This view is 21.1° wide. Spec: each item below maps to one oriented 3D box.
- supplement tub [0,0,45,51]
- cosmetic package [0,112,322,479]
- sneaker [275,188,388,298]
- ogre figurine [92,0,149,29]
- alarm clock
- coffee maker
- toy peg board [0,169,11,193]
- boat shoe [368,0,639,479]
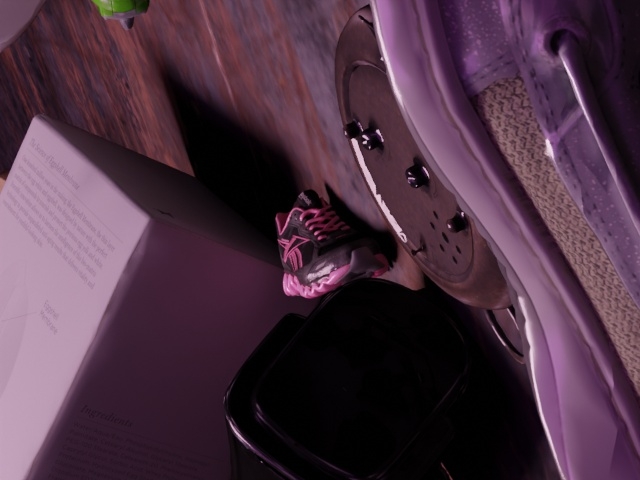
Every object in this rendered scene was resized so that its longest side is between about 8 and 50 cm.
[{"bbox_3d":[-0.297,-0.218,1.249,0.191,0.191,0.272,68,164,-16],"label":"supplement tub"},{"bbox_3d":[-0.140,0.067,1.107,0.138,0.225,0.224,20,-170,-32],"label":"cosmetic package"},{"bbox_3d":[0.000,0.000,0.939,0.119,0.047,0.057,173,82,-72],"label":"sneaker"},{"bbox_3d":[-0.115,-0.194,0.905,0.197,0.096,0.118,134,127,-58],"label":"ogre figurine"},{"bbox_3d":[0.059,-0.022,0.679,0.129,0.064,0.192,44,159,49],"label":"alarm clock"},{"bbox_3d":[0.008,0.129,0.893,0.178,0.120,0.171,92,-168,-61],"label":"coffee maker"},{"bbox_3d":[-0.210,0.018,1.577,0.160,0.079,0.161,26,134,41],"label":"toy peg board"},{"bbox_3d":[0.098,-0.027,0.488,0.118,0.103,0.320,-43,-64,-59],"label":"boat shoe"}]
